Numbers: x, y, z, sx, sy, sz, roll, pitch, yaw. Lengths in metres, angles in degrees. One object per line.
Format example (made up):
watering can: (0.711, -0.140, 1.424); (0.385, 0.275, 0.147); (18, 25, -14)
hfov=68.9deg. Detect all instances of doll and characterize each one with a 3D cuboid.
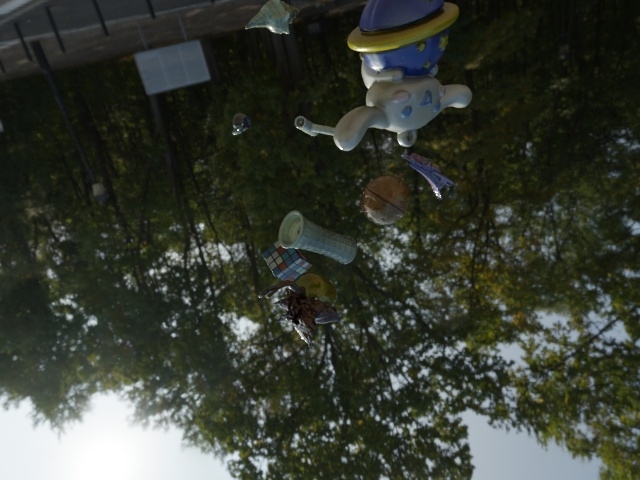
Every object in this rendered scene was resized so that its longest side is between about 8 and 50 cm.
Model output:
doll: (0.108, -0.280, 0.770); (0.311, 0.243, 0.159); (-40, -128, -24)

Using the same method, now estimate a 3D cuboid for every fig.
fig: (-0.047, 0.250, 2.033); (0.230, 0.207, 0.207); (-48, -156, 9)

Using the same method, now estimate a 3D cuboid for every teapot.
teapot: (-0.289, -0.427, 1.716); (0.057, 0.066, 0.088); (11, -114, 47)

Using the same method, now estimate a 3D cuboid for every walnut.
walnut: (0.212, -0.132, 1.526); (0.167, 0.168, 0.207); (-12, -174, 3)

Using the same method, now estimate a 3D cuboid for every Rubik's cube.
Rubik's cube: (-0.159, 0.093, 2.252); (0.154, 0.155, 0.151); (-39, -118, 7)

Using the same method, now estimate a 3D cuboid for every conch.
conch: (-0.154, -0.830, 1.728); (0.114, 0.137, 0.234); (37, -143, 5)

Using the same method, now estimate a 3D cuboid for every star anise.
star anise: (-0.081, 0.238, 1.651); (0.148, 0.346, 0.238); (-32, -136, 30)

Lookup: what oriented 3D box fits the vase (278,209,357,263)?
vase: (0.000, 0.000, 1.760); (0.298, 0.143, 0.143); (21, 180, -39)

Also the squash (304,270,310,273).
squash: (-0.050, 0.216, 2.446); (0.083, 0.250, 0.083); (-38, -151, 26)

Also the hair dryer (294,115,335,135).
hair dryer: (0.021, -0.381, 1.595); (0.182, 0.044, 0.155); (12, -173, 18)

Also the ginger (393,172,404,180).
ginger: (0.274, -0.208, 1.790); (0.058, 0.133, 0.214); (37, -160, 3)

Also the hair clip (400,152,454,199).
hair clip: (0.412, -0.266, 1.782); (0.090, 0.278, 0.137); (-47, -140, 6)
